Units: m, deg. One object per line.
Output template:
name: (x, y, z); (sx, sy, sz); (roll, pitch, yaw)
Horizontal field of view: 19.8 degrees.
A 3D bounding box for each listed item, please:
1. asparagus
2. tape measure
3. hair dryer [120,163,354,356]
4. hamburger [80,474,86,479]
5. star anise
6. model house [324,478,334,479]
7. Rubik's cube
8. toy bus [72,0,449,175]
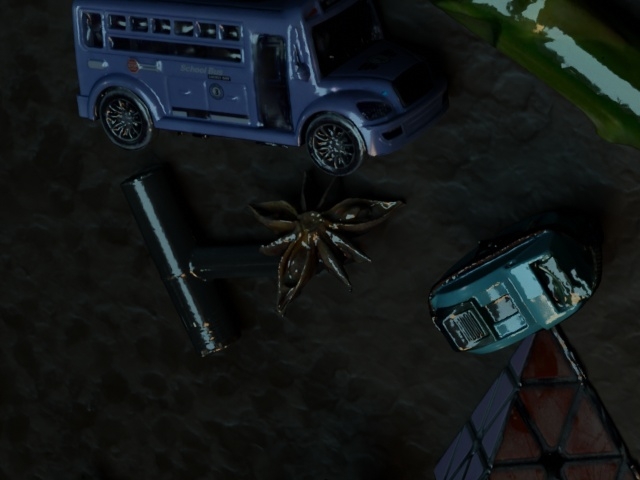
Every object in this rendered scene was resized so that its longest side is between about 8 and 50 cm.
asparagus: (0.223, -0.110, 1.319); (0.343, 0.082, 0.085); (37, 124, 8)
tape measure: (0.153, 0.032, 1.408); (0.146, 0.125, 0.081); (-28, 100, 26)
hair dryer: (-0.064, -0.001, 1.582); (0.195, 0.050, 0.173); (-17, 106, 33)
hamburger: (-0.209, 0.394, 1.813); (0.260, 0.150, 0.276); (45, 130, 6)
star anise: (0.009, -0.008, 1.509); (0.129, 0.056, 0.124); (-24, 59, 7)
model house: (0.039, 0.324, 1.582); (0.204, 0.211, 0.243); (12, 120, 25)
Rubik's cube: (0.152, 0.163, 1.535); (0.178, 0.211, 0.190); (-11, 76, 56)
toy bus: (-0.049, -0.142, 1.441); (0.292, 0.125, 0.133); (9, 119, 30)
